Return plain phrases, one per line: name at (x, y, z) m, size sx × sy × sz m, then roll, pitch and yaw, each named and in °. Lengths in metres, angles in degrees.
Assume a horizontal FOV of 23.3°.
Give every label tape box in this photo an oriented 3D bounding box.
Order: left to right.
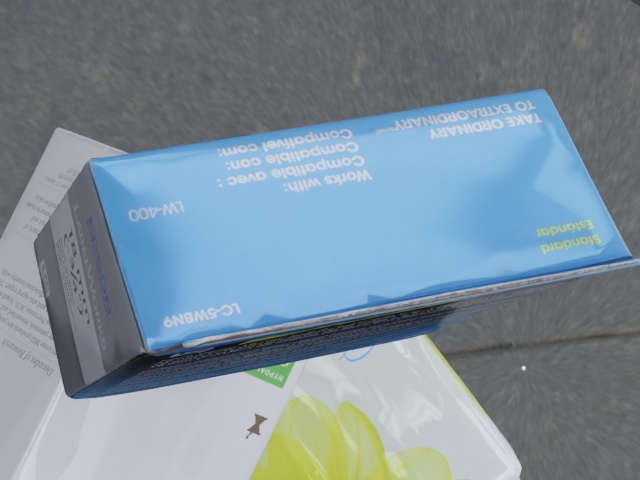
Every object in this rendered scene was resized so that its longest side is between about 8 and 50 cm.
label tape box at (0.000, 0.000, 0.786) m, size 0.240 × 0.333 × 0.106 m, roll -10°, pitch 83°, yaw -18°

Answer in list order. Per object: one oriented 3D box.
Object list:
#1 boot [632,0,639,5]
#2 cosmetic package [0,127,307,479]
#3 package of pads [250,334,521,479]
boot at (0.377, -0.202, 1.210) m, size 0.262 × 0.229 × 0.091 m, roll 14°, pitch 86°, yaw -3°
cosmetic package at (-0.161, 0.131, 1.091) m, size 0.155 × 0.197 × 0.366 m, roll 21°, pitch 85°, yaw 48°
package of pads at (0.011, 0.161, 1.393) m, size 0.229 × 0.101 × 0.296 m, roll -32°, pitch 73°, yaw -14°
